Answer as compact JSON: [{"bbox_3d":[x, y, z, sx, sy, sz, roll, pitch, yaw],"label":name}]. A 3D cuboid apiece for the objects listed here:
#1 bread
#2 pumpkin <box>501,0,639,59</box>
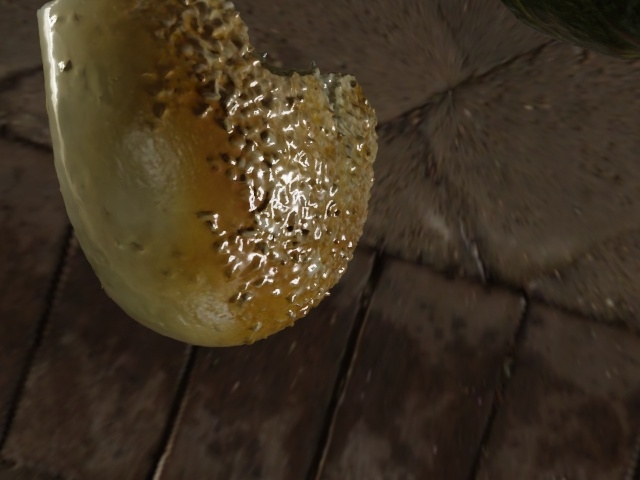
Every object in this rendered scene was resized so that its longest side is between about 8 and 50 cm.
[{"bbox_3d":[-0.065,-0.037,1.197,0.171,0.314,0.192,-6,61,18],"label":"bread"},{"bbox_3d":[0.148,-0.176,0.779,0.224,0.224,0.157,-48,128,6],"label":"pumpkin"}]
